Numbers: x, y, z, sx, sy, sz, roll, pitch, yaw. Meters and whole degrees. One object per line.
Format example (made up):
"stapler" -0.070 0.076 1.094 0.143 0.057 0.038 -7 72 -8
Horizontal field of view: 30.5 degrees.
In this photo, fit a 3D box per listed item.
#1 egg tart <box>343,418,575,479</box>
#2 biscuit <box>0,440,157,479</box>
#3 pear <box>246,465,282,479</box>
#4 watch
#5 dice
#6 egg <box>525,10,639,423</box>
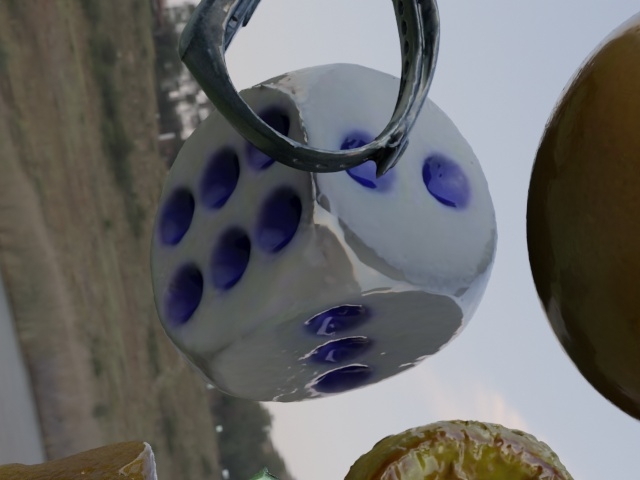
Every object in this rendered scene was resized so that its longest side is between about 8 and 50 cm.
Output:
"egg tart" 0.149 0.325 1.223 0.116 0.295 0.294 82 -10 -60
"biscuit" -0.284 0.283 1.156 0.344 0.287 0.057 -4 -74 41
"pear" -0.053 0.313 0.666 0.286 0.282 0.176 44 -26 12
"watch" 0.004 -0.159 0.914 0.206 0.193 0.068 -61 -175 -16
"dice" 0.000 0.000 1.147 0.259 0.251 0.243 -35 -123 39
"egg" 0.283 -0.012 0.806 0.282 0.283 0.351 -116 -177 -48
